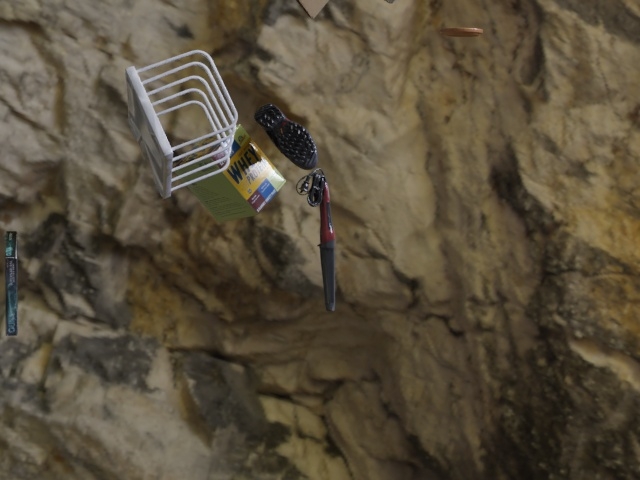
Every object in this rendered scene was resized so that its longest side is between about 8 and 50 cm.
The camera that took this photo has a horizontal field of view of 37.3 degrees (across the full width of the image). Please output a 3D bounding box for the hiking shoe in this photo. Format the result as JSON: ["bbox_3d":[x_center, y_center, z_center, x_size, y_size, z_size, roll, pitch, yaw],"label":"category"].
[{"bbox_3d":[-0.070,-0.252,2.396,0.086,0.114,0.227,-41,-117,1],"label":"hiking shoe"}]

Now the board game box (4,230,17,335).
[{"bbox_3d":[-0.651,0.090,2.000,0.126,0.026,0.186,-122,-144,-60],"label":"board game box"}]

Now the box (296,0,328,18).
[{"bbox_3d":[0.007,-0.635,2.193,0.201,0.164,0.021,-50,-125,0],"label":"box"}]

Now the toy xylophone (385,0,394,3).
[{"bbox_3d":[0.111,-0.653,2.017,0.236,0.322,0.081,-55,164,-2],"label":"toy xylophone"}]

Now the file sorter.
[{"bbox_3d":[-0.283,-0.241,1.951,0.193,0.173,0.278,64,-15,9],"label":"file sorter"}]

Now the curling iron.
[{"bbox_3d":[0.000,0.000,1.803,0.035,0.068,0.274,6,-74,58],"label":"curling iron"}]

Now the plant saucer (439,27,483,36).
[{"bbox_3d":[0.273,-0.404,1.846,0.083,0.083,0.013,20,-70,62],"label":"plant saucer"}]

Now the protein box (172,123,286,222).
[{"bbox_3d":[-0.242,-0.174,2.516,0.200,0.201,0.136,-9,-143,52],"label":"protein box"}]
